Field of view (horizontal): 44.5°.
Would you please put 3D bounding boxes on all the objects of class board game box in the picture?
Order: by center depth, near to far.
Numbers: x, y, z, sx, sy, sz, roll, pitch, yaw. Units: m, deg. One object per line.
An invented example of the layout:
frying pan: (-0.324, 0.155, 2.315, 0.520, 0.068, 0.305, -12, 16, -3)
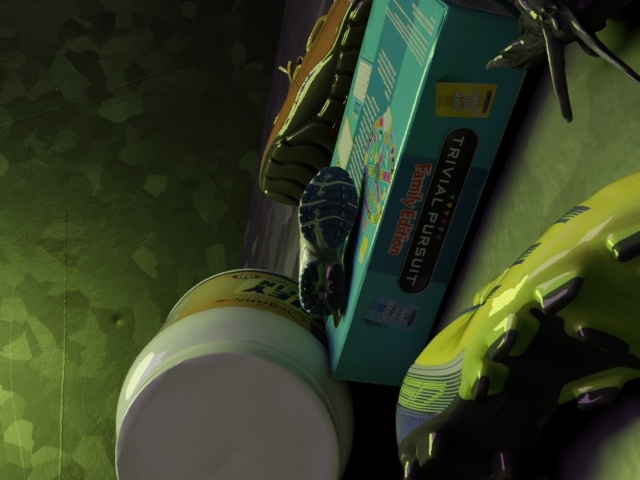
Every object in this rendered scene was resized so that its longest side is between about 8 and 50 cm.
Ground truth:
board game box: (0.074, -0.076, 0.734, 0.253, 0.079, 0.336, -100, 21, -60)

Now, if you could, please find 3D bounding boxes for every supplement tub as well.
supplement tub: (-0.081, 0.164, 0.817, 0.316, 0.228, 0.228, -98, 22, -81)

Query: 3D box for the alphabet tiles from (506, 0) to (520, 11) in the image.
alphabet tiles: (0.166, -0.319, 0.734, 0.342, 0.011, 0.285, -160, 82, -79)

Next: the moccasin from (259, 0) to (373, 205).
moccasin: (0.012, -0.202, 1.056, 0.147, 0.139, 0.380, -89, 16, -48)

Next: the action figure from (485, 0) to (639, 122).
action figure: (0.132, -0.212, 0.467, 0.164, 0.141, 0.275, -37, 40, 57)

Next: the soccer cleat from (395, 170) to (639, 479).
soccer cleat: (0.112, 0.042, 0.420, 0.289, 0.093, 0.121, 115, 169, -49)

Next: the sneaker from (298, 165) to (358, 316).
sneaker: (0.000, 0.000, 0.710, 0.058, 0.052, 0.135, 166, 114, -83)
